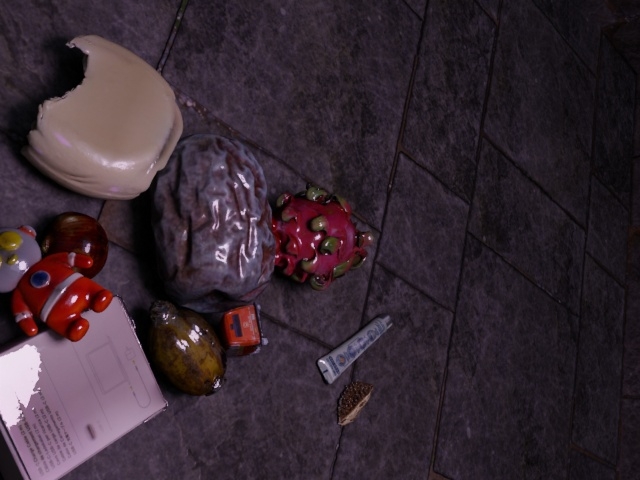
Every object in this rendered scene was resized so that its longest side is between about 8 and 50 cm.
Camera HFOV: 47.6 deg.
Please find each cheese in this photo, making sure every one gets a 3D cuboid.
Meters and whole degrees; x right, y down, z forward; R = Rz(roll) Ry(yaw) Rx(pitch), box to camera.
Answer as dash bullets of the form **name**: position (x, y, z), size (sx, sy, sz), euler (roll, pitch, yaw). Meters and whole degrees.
- **cheese**: position (-0.359, -0.200, 1.205), size (0.233, 0.127, 0.266), euler (37, 53, -22)

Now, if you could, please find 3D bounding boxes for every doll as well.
- **doll**: position (-0.428, 0.050, 1.067), size (0.245, 0.076, 0.142), euler (34, 63, 5)

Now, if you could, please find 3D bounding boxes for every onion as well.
- **onion**: position (-0.390, 0.011, 1.152), size (0.119, 0.119, 0.117), euler (-2, 86, -45)

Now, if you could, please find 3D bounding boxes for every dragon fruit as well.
- **dragon fruit**: position (-0.010, 0.003, 1.489), size (0.273, 0.198, 0.218), euler (48, 18, -55)

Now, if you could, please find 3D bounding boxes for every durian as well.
- **durian**: position (0.072, 0.350, 1.598), size (0.130, 0.052, 0.066), euler (-39, 147, -39)

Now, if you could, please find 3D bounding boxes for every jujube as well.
- **jujube**: position (-0.191, -0.035, 1.292), size (0.226, 0.226, 0.316), euler (6, 72, -44)

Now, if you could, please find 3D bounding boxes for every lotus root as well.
- **lotus root**: position (-0.237, 0.188, 1.261), size (0.120, 0.120, 0.209), euler (-49, 119, -39)

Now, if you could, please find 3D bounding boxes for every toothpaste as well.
- **toothpaste**: position (0.081, 0.234, 1.621), size (0.239, 0.039, 0.062), euler (-34, 101, -42)

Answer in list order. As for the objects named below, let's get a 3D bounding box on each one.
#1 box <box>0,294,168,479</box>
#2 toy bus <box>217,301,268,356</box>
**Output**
- **box**: position (-0.387, 0.226, 1.107), size (0.252, 0.106, 0.203), euler (-31, 104, -45)
- **toy bus**: position (-0.147, 0.170, 1.324), size (0.077, 0.174, 0.079), euler (-9, 75, -15)
